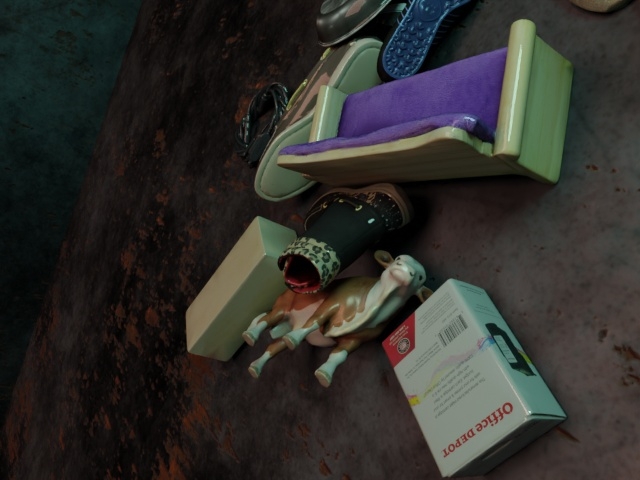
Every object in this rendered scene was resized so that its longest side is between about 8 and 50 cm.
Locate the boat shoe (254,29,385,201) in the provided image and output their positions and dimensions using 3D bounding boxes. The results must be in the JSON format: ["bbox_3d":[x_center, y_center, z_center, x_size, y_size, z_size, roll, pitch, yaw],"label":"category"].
[{"bbox_3d":[-0.007,-0.208,0.947,0.324,0.116,0.097,-51,37,20],"label":"boat shoe"}]

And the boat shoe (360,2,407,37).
[{"bbox_3d":[0.096,-0.359,0.925,0.142,0.049,0.040,14,88,51],"label":"boat shoe"}]

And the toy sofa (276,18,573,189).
[{"bbox_3d":[0.112,-0.156,0.720,0.362,0.177,0.150,2,78,53],"label":"toy sofa"}]

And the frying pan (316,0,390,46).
[{"bbox_3d":[0.107,-0.408,0.863,0.326,0.053,0.197,-13,45,47],"label":"frying pan"}]

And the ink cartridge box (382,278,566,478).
[{"bbox_3d":[0.161,0.153,0.621,0.127,0.072,0.175,-49,43,27],"label":"ink cartridge box"}]

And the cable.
[{"bbox_3d":[-0.121,-0.249,1.169,0.184,0.047,0.151,-57,35,24],"label":"cable"}]

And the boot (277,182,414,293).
[{"bbox_3d":[0.000,-0.002,0.788,0.178,0.085,0.236,-37,14,-29],"label":"boot"}]

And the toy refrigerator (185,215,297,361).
[{"bbox_3d":[-0.140,0.095,1.013,0.269,0.094,0.102,-50,36,26],"label":"toy refrigerator"}]

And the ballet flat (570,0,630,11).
[{"bbox_3d":[0.294,-0.320,0.654,0.057,0.052,0.168,-51,42,26],"label":"ballet flat"}]

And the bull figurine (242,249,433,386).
[{"bbox_3d":[0.013,0.106,0.772,0.310,0.188,0.101,-22,101,55],"label":"bull figurine"}]

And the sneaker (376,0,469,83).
[{"bbox_3d":[0.156,-0.332,0.812,0.232,0.081,0.090,-53,11,5],"label":"sneaker"}]
